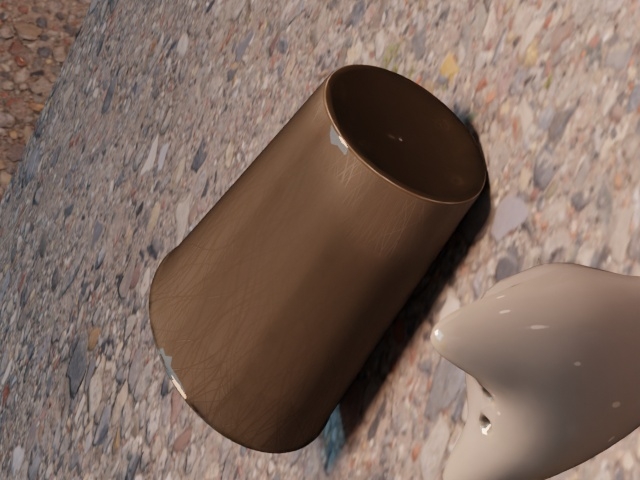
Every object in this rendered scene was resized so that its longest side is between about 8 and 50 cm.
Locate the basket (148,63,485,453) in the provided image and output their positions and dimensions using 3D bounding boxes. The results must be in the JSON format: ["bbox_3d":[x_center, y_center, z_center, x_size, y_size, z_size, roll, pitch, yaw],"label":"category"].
[{"bbox_3d":[0.000,0.000,1.188,0.227,0.154,0.204,-52,30,34],"label":"basket"}]

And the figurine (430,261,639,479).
[{"bbox_3d":[0.139,0.066,0.550,0.092,0.209,0.215,-117,9,-52],"label":"figurine"}]
